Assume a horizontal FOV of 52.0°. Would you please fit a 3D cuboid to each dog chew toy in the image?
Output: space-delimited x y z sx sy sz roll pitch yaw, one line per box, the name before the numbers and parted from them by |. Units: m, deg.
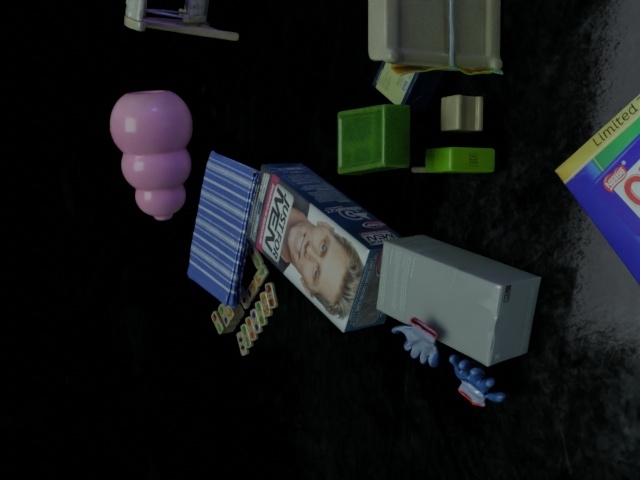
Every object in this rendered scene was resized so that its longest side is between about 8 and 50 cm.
dog chew toy | -0.425 -0.216 1.700 0.207 0.207 0.331 17 117 50

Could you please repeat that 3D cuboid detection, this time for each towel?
towel | -0.234 -0.030 1.583 0.243 0.040 0.335 26 108 49

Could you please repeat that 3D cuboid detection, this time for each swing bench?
swing bench | -0.310 -0.590 1.438 0.165 0.255 0.253 35 121 45

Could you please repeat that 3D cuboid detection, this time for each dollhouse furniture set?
dollhouse furniture set | 0.144 -0.249 0.973 0.151 0.198 0.301 -170 79 -68

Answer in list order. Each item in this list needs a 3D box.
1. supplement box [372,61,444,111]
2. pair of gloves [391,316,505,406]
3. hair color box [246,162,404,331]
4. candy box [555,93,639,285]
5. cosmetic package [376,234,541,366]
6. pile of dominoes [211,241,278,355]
supplement box | 0.143 -0.266 1.062 0.083 0.056 0.083 51 132 35
pair of gloves | 0.188 0.186 0.994 0.198 0.023 0.159 36 162 21
hair color box | 0.000 0.000 1.246 0.347 0.105 0.173 40 125 41
candy box | 0.443 -0.038 0.654 0.268 0.122 0.317 -52 54 43
cosmetic package | 0.202 0.082 1.002 0.238 0.107 0.127 24 115 45
pile of dominoes | -0.191 0.138 1.564 0.196 0.040 0.251 59 137 28
